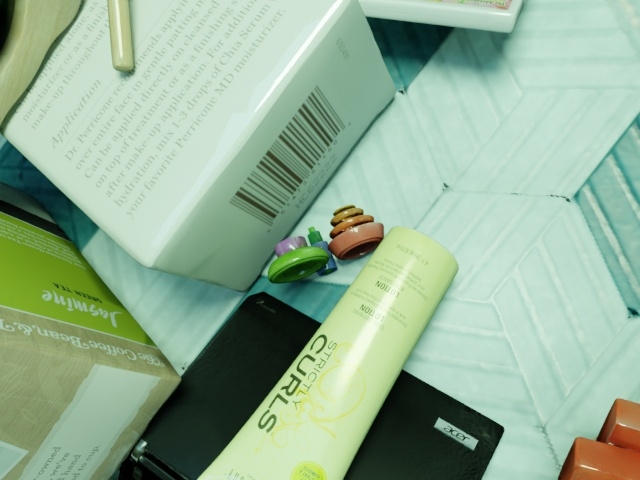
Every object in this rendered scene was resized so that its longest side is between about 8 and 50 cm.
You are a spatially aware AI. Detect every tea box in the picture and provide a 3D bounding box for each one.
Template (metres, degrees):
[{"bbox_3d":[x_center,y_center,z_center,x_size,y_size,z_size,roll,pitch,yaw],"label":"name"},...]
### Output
[{"bbox_3d":[-0.344,0.120,0.441,0.323,0.220,0.329,38,92,37],"label":"tea box"}]

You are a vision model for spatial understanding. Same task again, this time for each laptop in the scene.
[{"bbox_3d":[-0.029,0.218,0.467,0.234,0.136,0.264,27,113,21],"label":"laptop"}]

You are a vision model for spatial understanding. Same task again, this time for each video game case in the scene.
[{"bbox_3d":[0.094,-0.222,0.487,0.157,0.019,0.143,15,53,20],"label":"video game case"}]

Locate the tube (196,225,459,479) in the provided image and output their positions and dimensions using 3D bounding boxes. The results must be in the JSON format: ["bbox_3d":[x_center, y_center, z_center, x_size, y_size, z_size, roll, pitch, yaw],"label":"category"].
[{"bbox_3d":[0.015,0.100,0.423,0.240,0.062,0.070,-54,25,-14],"label":"tube"}]

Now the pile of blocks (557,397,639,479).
[{"bbox_3d":[0.221,0.127,0.317,0.362,0.149,0.112,-41,103,6],"label":"pile of blocks"}]

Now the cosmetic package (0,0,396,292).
[{"bbox_3d":[-0.186,-0.183,0.524,0.453,0.161,0.230,39,92,20],"label":"cosmetic package"}]

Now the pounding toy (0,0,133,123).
[{"bbox_3d":[-0.218,-0.155,0.360,0.155,0.154,0.269,34,92,21],"label":"pounding toy"}]

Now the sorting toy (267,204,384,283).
[{"bbox_3d":[0.000,0.000,0.481,0.102,0.061,0.042,-19,71,-11],"label":"sorting toy"}]
